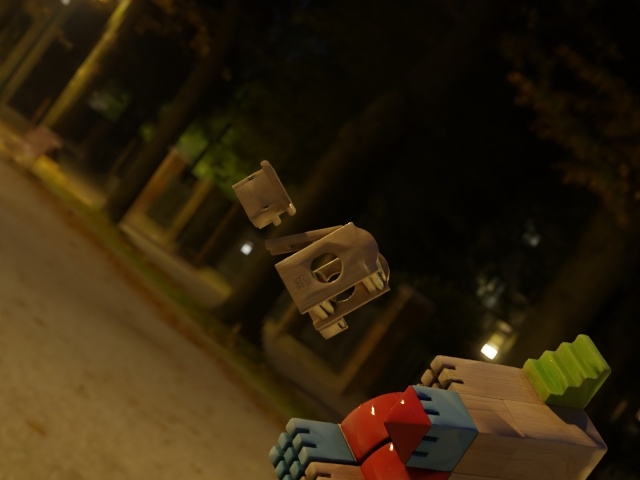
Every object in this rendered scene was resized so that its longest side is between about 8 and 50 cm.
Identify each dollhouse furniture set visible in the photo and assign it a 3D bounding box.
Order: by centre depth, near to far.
[{"bbox_3d":[0.000,0.000,1.661,0.161,0.101,0.182,61,1,14],"label":"dollhouse furniture set"}]

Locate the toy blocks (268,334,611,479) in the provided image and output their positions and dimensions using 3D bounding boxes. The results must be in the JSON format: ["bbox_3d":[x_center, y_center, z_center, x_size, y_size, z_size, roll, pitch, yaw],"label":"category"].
[{"bbox_3d":[0.062,0.237,1.375,0.261,0.381,0.190,12,33,-32],"label":"toy blocks"}]
